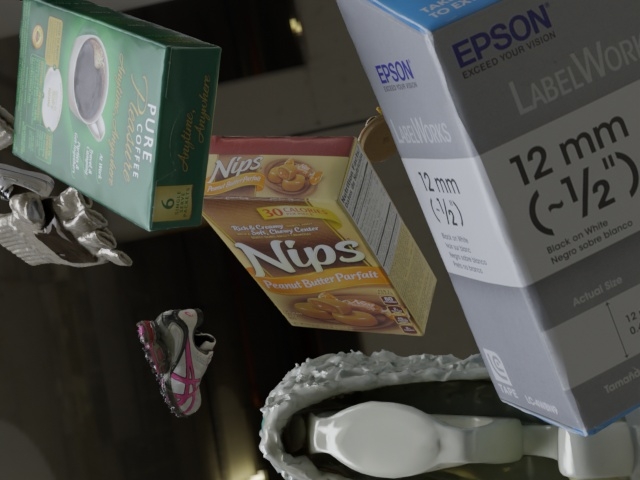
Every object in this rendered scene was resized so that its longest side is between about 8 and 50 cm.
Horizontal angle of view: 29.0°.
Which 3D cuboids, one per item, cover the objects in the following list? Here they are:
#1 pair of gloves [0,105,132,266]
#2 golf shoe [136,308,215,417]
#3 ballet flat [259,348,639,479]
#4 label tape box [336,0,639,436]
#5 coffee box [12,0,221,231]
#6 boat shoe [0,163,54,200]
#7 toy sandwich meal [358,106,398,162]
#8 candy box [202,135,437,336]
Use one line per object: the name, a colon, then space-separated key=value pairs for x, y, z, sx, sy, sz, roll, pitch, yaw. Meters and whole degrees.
pair of gloves: x=-0.301 y=-0.047 z=1.146 sx=0.240 sy=0.204 sz=0.042 roll=46 pitch=-124 yaw=-33
golf shoe: x=-0.162 y=0.152 z=1.506 sx=0.186 sy=0.086 sz=0.067 roll=81 pitch=166 yaw=-52
ballet flat: x=0.143 y=0.151 z=0.884 sx=0.147 sy=0.408 sz=0.147 roll=-1 pitch=-90 yaw=-74
label tape box: x=0.166 y=-0.103 z=0.702 sx=0.348 sy=0.249 sz=0.115 roll=67 pitch=166 yaw=-13
coffee box: x=-0.132 y=-0.084 z=0.772 sx=0.184 sy=0.040 sz=0.113 roll=24 pitch=112 yaw=47
boat shoe: x=-0.367 y=-0.065 z=1.466 sx=0.035 sy=0.100 sz=0.035 roll=96 pitch=-172 yaw=-52
toy sandwich meal: x=0.077 y=-0.136 z=1.582 sx=0.029 sy=0.085 sz=0.086 roll=50 pitch=167 yaw=38
candy box: x=0.000 y=0.000 z=1.420 sx=0.316 sy=0.182 sz=0.088 roll=54 pitch=-136 yaw=-53
